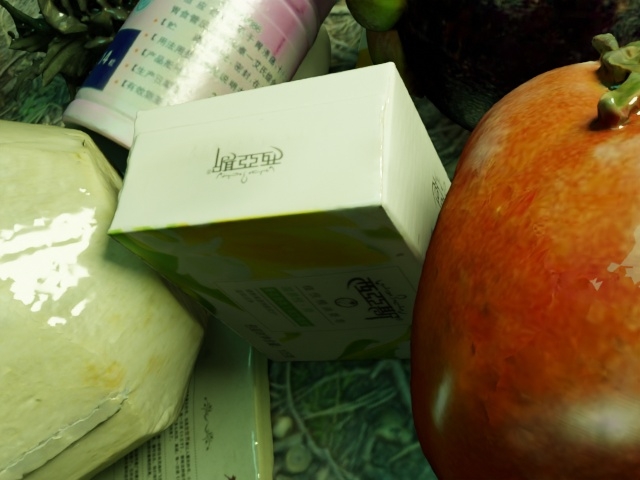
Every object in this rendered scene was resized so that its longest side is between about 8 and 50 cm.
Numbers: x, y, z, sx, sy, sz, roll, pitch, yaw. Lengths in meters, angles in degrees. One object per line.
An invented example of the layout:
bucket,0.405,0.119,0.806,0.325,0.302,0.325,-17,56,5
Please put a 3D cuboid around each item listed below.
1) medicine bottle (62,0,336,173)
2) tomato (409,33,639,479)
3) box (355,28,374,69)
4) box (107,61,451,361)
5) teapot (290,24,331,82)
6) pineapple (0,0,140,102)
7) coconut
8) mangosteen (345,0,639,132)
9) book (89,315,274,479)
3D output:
medicine bottle,-0.100,-0.170,0.702,0.152,0.152,0.254,22,76,34
tomato,0.199,0.033,0.434,0.292,0.290,0.325,-3,28,16
box,0.120,-0.277,0.834,0.129,0.033,0.247,2,63,26
box,0.000,0.000,0.584,0.194,0.260,0.111,-6,58,23
teapot,-0.059,-0.177,0.824,0.145,0.092,0.226,6,66,31
pineapple,-0.239,-0.280,0.861,0.364,0.165,0.166,-32,50,29
coconut,-0.263,0.064,0.625,0.322,0.323,0.323,-12,57,19
mangosteen,0.162,-0.225,0.625,0.300,0.300,0.301,-12,57,19
book,-0.179,0.182,0.707,0.289,0.026,0.202,-17,55,17
